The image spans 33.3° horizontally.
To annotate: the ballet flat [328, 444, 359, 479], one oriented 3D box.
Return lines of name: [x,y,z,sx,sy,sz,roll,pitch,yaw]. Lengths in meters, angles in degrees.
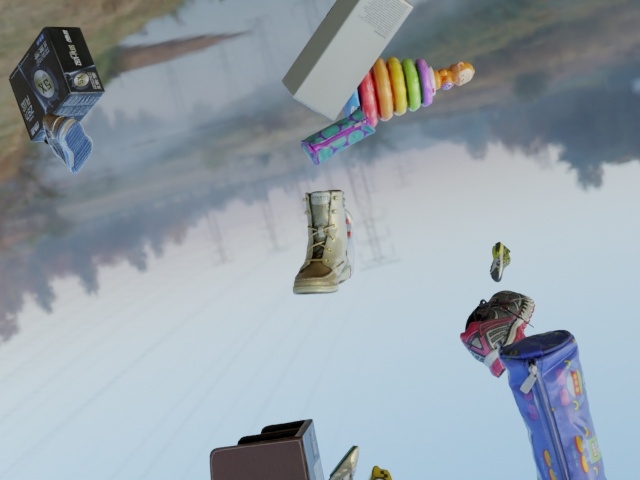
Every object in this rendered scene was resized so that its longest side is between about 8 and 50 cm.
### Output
ballet flat: [0.032,0.471,2.057,0.168,0.052,0.057,-49,168,-7]

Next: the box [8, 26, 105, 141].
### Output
box: [-0.502,-0.294,2.026,0.077,0.147,0.180,-9,161,-44]

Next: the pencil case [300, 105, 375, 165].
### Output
pencil case: [0.036,-0.217,2.233,0.151,0.065,0.070,-31,180,-10]

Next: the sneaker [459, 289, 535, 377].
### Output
sneaker: [0.354,0.159,2.148,0.121,0.112,0.299,-51,180,20]

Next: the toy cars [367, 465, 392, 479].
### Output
toy cars: [0.141,0.534,1.883,0.087,0.177,0.394,5,-172,-7]

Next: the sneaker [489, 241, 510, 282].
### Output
sneaker: [0.344,0.043,2.022,0.035,0.083,0.031,23,151,-23]

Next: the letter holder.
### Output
letter holder: [-0.102,0.553,2.252,0.214,0.302,0.152,-10,-177,9]

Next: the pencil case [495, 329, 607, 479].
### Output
pencil case: [0.366,0.291,1.659,0.119,0.306,0.133,-14,-178,25]

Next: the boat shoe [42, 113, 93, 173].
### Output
boat shoe: [-0.457,-0.181,1.924,0.066,0.066,0.183,-57,173,-21]

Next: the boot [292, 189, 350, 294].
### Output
boot: [0.000,0.000,1.784,0.077,0.165,0.213,1,-170,15]

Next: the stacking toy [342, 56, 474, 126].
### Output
stacking toy: [0.192,-0.342,2.354,0.301,0.175,0.166,-10,-131,-1]

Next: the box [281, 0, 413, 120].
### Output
box: [0.050,-0.381,2.087,0.275,0.113,0.094,-53,-148,14]

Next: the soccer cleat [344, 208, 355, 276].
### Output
soccer cleat: [0.048,-0.001,2.435,0.068,0.196,0.076,1,-143,8]
